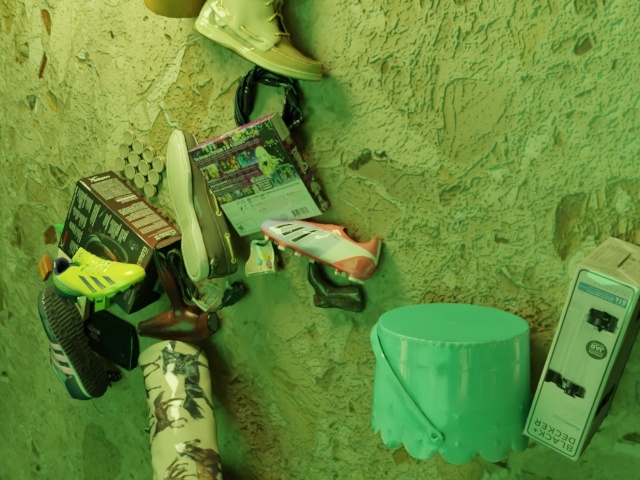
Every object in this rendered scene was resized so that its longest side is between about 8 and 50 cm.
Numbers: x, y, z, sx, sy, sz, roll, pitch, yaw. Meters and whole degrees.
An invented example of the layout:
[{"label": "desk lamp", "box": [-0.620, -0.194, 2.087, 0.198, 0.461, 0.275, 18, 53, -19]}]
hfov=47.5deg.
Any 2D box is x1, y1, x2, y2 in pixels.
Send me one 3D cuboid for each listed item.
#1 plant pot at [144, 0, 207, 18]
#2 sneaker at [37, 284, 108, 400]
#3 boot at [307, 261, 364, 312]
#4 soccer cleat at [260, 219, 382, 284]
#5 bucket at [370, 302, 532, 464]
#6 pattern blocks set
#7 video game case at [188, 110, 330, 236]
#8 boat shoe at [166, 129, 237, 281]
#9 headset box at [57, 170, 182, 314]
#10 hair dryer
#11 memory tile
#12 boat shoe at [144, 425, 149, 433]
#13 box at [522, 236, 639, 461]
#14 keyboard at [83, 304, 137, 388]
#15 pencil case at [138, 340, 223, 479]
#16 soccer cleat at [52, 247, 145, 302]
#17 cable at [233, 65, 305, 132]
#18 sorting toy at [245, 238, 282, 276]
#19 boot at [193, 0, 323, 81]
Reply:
[{"label": "plant pot", "box": [-0.268, -0.529, 1.358, 0.205, 0.205, 0.188, 34, 137, 24]}, {"label": "sneaker", "box": [-0.678, 0.276, 1.902, 0.131, 0.112, 0.319, -17, 97, 30]}, {"label": "boot", "box": [0.033, 0.088, 1.414, 0.114, 0.037, 0.106, 2, 114, 38]}, {"label": "soccer cleat", "box": [0.000, 0.000, 1.385, 0.248, 0.083, 0.095, 24, 88, 25]}, {"label": "bucket", "box": [0.210, 0.217, 1.177, 0.281, 0.281, 0.183, 6, 100, 36]}, {"label": "pattern blocks set", "box": [-0.664, 0.118, 1.942, 0.285, 0.026, 0.325, 9, 104, 34]}, {"label": "video game case", "box": [-0.123, -0.122, 1.424, 0.232, 0.042, 0.210, -15, 114, 40]}, {"label": "boat shoe", "box": [-0.249, -0.077, 1.532, 0.116, 0.096, 0.324, -32, 69, 58]}, {"label": "headset box", "box": [-0.462, 0.013, 1.713, 0.293, 0.110, 0.218, 40, 124, 16]}, {"label": "hair dryer", "box": [-0.316, 0.129, 1.641, 0.223, 0.080, 0.293, 40, 115, -2]}, {"label": "memory tile", "box": [-0.418, -0.179, 1.689, 0.148, 0.012, 0.113, 40, 125, 21]}, {"label": "boat shoe", "box": [-0.399, 0.487, 1.865, 0.137, 0.049, 0.043, -14, 98, 34]}, {"label": "box", "box": [0.402, 0.157, 1.070, 0.087, 0.169, 0.290, 23, 118, 30]}, {"label": "keyboard", "box": [-0.606, 0.273, 1.965, 0.317, 0.033, 0.202, 21, 110, 32]}, {"label": "pencil case", "box": [-0.304, 0.415, 1.596, 0.183, 0.159, 0.410, -59, 37, 43]}, {"label": "soccer cleat", "box": [-0.510, 0.073, 1.638, 0.289, 0.093, 0.121, -8, 101, 37]}, {"label": "cable", "box": [-0.115, -0.256, 1.410, 0.184, 0.047, 0.151, -30, 85, 40]}, {"label": "sorting toy", "box": [-0.117, 0.032, 1.510, 0.083, 0.045, 0.075, -10, 91, 39]}, {"label": "boot", "box": [-0.082, -0.416, 1.301, 0.262, 0.095, 0.203, 30, 108, 14]}]
